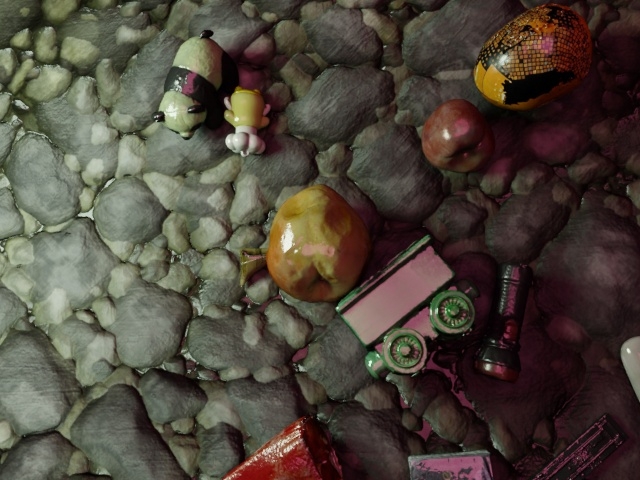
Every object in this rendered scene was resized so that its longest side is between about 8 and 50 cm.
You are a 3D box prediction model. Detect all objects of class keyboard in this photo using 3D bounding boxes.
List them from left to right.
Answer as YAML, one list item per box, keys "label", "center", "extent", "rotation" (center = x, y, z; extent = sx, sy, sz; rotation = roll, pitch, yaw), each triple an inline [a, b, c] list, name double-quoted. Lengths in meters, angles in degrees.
- label: "keyboard"
  center: [0.491, 0.417, 1.069]
  extent: [0.204, 0.013, 0.061]
  rotation: [-39, 78, -5]

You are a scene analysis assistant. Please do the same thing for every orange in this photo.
- label: "orange"
  center: [0.425, -0.360, 1.133]
  extent: [0.234, 0.234, 0.182]
  rotation: [-22, 96, 0]

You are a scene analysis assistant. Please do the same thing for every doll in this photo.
- label: "doll"
  center: [-0.279, -0.337, 1.238]
  extent: [0.143, 0.135, 0.234]
  rotation: [20, 84, 11]
- label: "doll"
  center: [-0.164, -0.261, 1.243]
  extent: [0.106, 0.062, 0.163]
  rotation: [6, 74, -19]

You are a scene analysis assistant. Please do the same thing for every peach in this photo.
- label: "peach"
  center: [0.000, 0.000, 1.117]
  extent: [0.214, 0.214, 0.236]
  rotation: [1, 60, 5]
- label: "peach"
  center: [0.287, -0.224, 1.166]
  extent: [0.151, 0.152, 0.152]
  rotation: [-1, 78, 5]

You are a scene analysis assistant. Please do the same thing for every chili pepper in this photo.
- label: "chili pepper"
  center: [-0.085, 0.459, 1.071]
  extent: [0.252, 0.136, 0.144]
  rotation: [-34, 122, 7]

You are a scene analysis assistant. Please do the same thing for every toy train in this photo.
- label: "toy train"
  center: [0.175, 0.141, 1.089]
  extent: [0.266, 0.145, 0.202]
  rotation: [-38, 74, -4]

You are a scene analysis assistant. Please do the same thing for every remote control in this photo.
- label: "remote control"
  center: [0.648, 0.293, 1.067]
  extent: [0.073, 0.044, 0.229]
  rotation: [-18, 76, -2]

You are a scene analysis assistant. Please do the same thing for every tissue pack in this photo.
- label: "tissue pack"
  center: [0.248, 0.461, 1.060]
  extent: [0.156, 0.051, 0.113]
  rotation: [-6, 79, 3]

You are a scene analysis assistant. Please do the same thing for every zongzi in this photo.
- label: "zongzi"
  center: [-0.132, 0.057, 1.189]
  extent: [0.076, 0.040, 0.083]
  rotation: [0, 89, -2]

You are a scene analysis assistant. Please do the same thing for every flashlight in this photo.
- label: "flashlight"
  center: [0.365, 0.156, 1.100]
  extent: [0.092, 0.093, 0.232]
  rotation: [15, 79, 8]
